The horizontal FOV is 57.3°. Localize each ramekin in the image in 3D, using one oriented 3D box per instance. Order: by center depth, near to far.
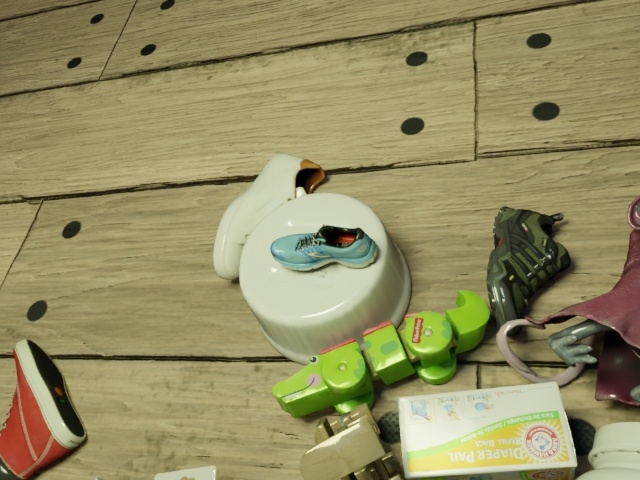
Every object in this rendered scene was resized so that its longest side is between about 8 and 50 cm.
[{"bbox_3d":[0.001,0.053,0.964,0.278,0.135,0.277,-10,54,13],"label":"ramekin"}]

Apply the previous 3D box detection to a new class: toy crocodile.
[{"bbox_3d":[0.092,0.171,0.864,0.341,0.115,0.105,-23,50,2],"label":"toy crocodile"}]

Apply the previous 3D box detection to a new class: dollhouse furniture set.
[{"bbox_3d":[0.037,0.342,0.710,0.161,0.212,0.242,-28,79,-1],"label":"dollhouse furniture set"}]

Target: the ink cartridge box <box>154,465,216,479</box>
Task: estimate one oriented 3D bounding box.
[{"bbox_3d":[-0.184,0.422,0.824,0.105,0.061,0.181,-12,55,11],"label":"ink cartridge box"}]

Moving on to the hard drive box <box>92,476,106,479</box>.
[{"bbox_3d":[-0.371,0.487,0.832,0.232,0.089,0.181,-33,53,-4],"label":"hard drive box"}]

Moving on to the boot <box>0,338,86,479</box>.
[{"bbox_3d":[-0.534,0.303,1.022,0.176,0.088,0.244,-37,56,-5],"label":"boot"}]

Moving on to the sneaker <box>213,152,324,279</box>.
[{"bbox_3d":[-0.088,-0.047,1.082,0.123,0.106,0.290,14,62,30],"label":"sneaker"}]

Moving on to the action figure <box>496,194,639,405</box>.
[{"bbox_3d":[0.465,0.065,0.799,0.370,0.248,0.276,-51,12,-32],"label":"action figure"}]

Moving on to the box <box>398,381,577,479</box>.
[{"bbox_3d":[0.213,0.259,0.758,0.203,0.114,0.103,-9,55,13],"label":"box"}]

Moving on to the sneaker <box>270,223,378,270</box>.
[{"bbox_3d":[0.000,0.000,0.867,0.162,0.073,0.063,-5,56,18],"label":"sneaker"}]

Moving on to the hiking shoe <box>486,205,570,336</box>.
[{"bbox_3d":[0.317,0.040,0.887,0.114,0.086,0.226,0,56,24],"label":"hiking shoe"}]

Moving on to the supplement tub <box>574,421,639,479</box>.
[{"bbox_3d":[0.344,0.368,0.559,0.236,0.235,0.324,10,61,26],"label":"supplement tub"}]
